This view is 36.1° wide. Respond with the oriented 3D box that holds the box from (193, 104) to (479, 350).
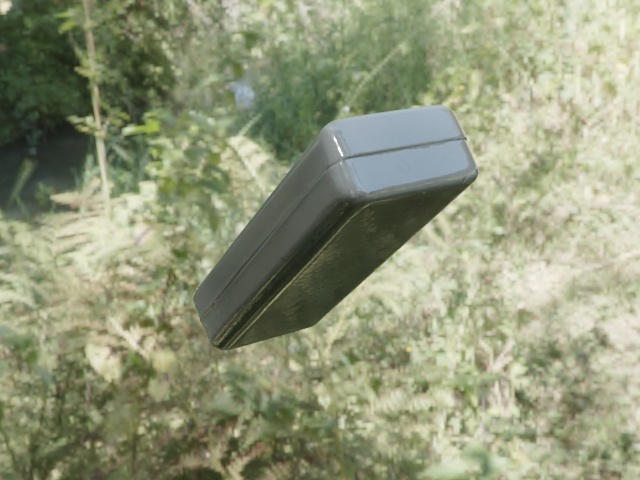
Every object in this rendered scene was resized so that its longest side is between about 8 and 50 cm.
[{"bbox_3d":[0.000,0.000,0.645,0.103,0.055,0.244,-13,-19,-32],"label":"box"}]
